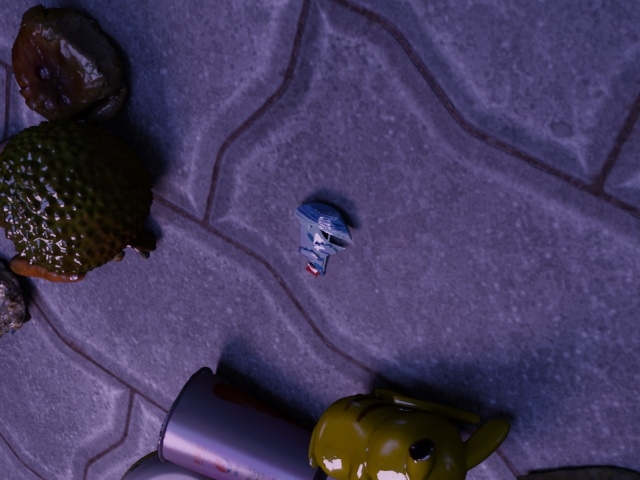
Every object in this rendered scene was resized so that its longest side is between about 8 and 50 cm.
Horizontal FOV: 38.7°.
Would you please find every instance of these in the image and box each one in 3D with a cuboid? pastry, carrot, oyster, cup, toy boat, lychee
[{"bbox_3d":[-0.440,-0.299,1.580,0.219,0.100,0.228,-2,114,34],"label":"pastry"},{"bbox_3d":[-0.569,0.061,1.893,0.191,0.047,0.047,10,119,27],"label":"carrot"},{"bbox_3d":[-0.726,0.135,2.010,0.260,0.092,0.198,23,121,26],"label":"oyster"},{"bbox_3d":[-0.129,0.380,1.688,0.289,0.203,0.203,22,124,16],"label":"cup"},{"bbox_3d":[-0.007,-0.009,1.496,0.105,0.034,0.149,42,142,4],"label":"toy boat"},{"bbox_3d":[-0.422,-0.074,1.577,0.270,0.320,0.269,0,84,4],"label":"lychee"}]

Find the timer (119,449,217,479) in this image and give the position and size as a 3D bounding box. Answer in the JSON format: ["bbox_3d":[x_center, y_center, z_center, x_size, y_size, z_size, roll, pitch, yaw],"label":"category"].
[{"bbox_3d":[-0.292,0.542,1.861,0.285,0.285,0.285,15,121,27],"label":"timer"}]

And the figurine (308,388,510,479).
[{"bbox_3d":[0.135,0.330,1.466,0.327,0.218,0.169,10,100,52],"label":"figurine"}]

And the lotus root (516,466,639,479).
[{"bbox_3d":[0.444,0.492,1.378,0.260,0.149,0.267,-18,106,39],"label":"lotus root"}]

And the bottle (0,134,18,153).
[{"bbox_3d":[-0.633,-0.167,1.808,0.140,0.053,0.053,-16,104,39],"label":"bottle"}]
